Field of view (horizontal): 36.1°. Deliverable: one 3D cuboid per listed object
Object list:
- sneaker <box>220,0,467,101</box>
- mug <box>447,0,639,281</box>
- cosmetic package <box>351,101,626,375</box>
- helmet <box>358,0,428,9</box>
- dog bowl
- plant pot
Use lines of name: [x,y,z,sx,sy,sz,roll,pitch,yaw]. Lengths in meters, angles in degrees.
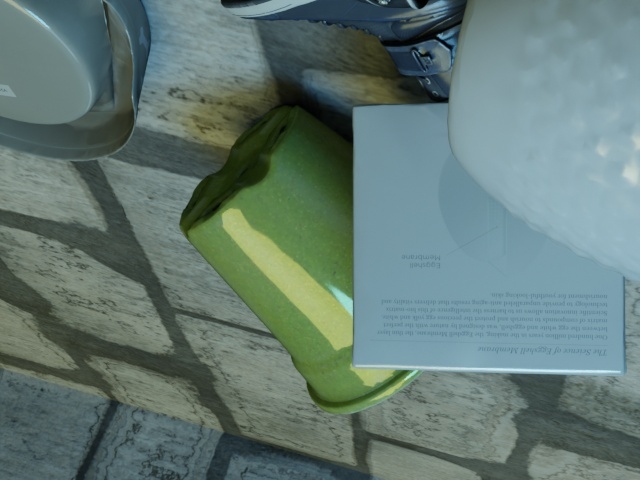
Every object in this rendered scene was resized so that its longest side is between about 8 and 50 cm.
sneaker: [0.038,-0.181,0.817,0.226,0.086,0.163,-2,145,36]
mug: [0.263,-0.136,0.591,0.328,0.276,0.374,15,124,18]
cosmetic package: [0.147,-0.001,0.862,0.224,0.224,0.138,1,178,12]
helmet: [0.044,-0.235,0.619,0.162,0.169,0.169,-28,130,36]
dog bowl: [-0.330,-0.219,0.984,0.349,0.102,0.348,16,155,8]
plant pot: [0.000,0.000,1.052,0.254,0.276,0.276,43,148,-18]
